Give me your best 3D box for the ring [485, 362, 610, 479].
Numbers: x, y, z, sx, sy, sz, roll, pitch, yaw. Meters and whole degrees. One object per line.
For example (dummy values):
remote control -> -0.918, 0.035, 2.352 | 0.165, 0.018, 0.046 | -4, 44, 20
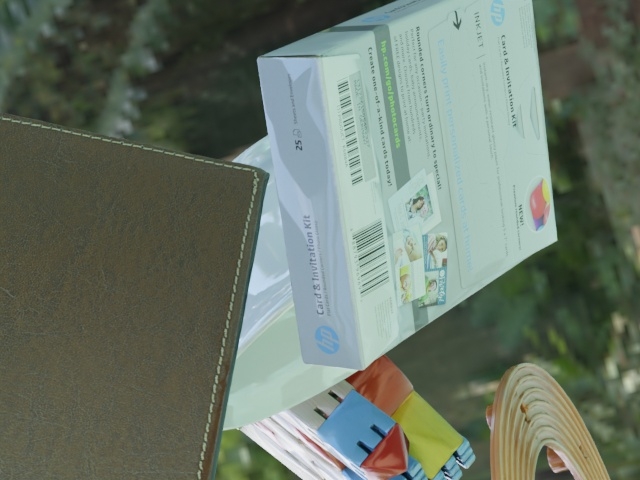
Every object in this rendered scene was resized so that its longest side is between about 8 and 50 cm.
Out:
ring -> 0.174, 0.249, 1.334 | 0.336, 0.032, 0.336 | 53, -152, -43

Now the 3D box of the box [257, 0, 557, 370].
box -> 0.047, -0.040, 0.913 | 0.186, 0.038, 0.145 | -29, -64, -49

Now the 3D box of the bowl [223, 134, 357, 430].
bowl -> 0.000, 0.000, 1.403 | 0.134, 0.298, 0.298 | 54, -176, 15

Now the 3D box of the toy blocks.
toy blocks -> 0.014, 0.152, 1.702 | 0.261, 0.191, 0.381 | 35, 166, 26

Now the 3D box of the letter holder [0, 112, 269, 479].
letter holder -> -0.161, 0.091, 0.995 | 0.302, 0.214, 0.152 | -82, 7, -46
